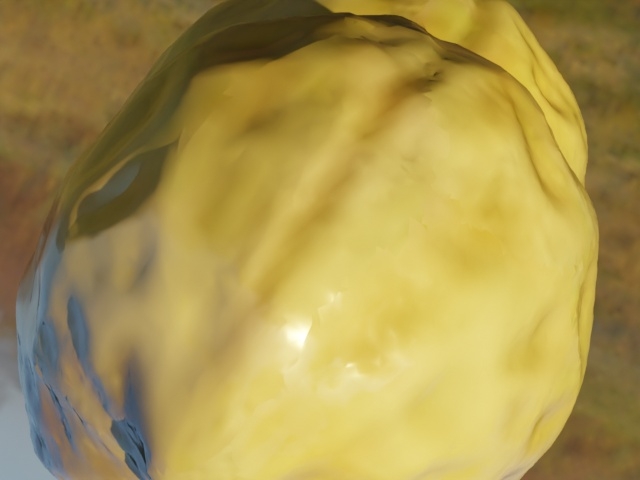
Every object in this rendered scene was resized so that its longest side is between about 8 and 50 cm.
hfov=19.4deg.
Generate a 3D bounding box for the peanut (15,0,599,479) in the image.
[{"bbox_3d":[0.000,0.000,0.467,0.147,0.147,0.305,26,-165,1],"label":"peanut"}]
